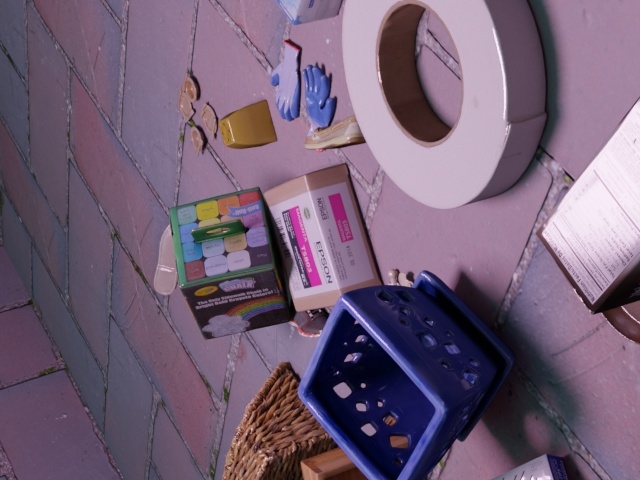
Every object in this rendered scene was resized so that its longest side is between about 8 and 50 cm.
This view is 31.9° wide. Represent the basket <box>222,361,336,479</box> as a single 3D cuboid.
[{"bbox_3d":[-0.120,0.443,2.308,0.223,0.213,0.299,50,144,36],"label":"basket"}]

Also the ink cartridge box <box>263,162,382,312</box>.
[{"bbox_3d":[0.000,0.000,1.979,0.193,0.088,0.235,-19,87,64],"label":"ink cartridge box"}]

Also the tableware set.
[{"bbox_3d":[-0.268,-0.271,2.393,0.169,0.020,0.141,62,151,19],"label":"tableware set"}]

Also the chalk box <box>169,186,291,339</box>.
[{"bbox_3d":[-0.170,0.029,2.071,0.289,0.180,0.179,78,180,-58],"label":"chalk box"}]

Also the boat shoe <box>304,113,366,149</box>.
[{"bbox_3d":[0.023,-0.179,1.877,0.153,0.056,0.048,-3,93,60],"label":"boat shoe"}]

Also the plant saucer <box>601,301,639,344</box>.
[{"bbox_3d":[0.388,0.044,1.353,0.168,0.029,0.168,39,138,47],"label":"plant saucer"}]

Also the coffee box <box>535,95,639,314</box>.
[{"bbox_3d":[0.373,-0.068,1.139,0.119,0.168,0.297,59,144,26],"label":"coffee box"}]

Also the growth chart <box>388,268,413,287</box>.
[{"bbox_3d":[0.179,0.152,1.805,0.237,0.021,0.172,35,134,50],"label":"growth chart"}]

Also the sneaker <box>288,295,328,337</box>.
[{"bbox_3d":[-0.021,0.140,2.129,0.158,0.061,0.065,20,116,56],"label":"sneaker"}]

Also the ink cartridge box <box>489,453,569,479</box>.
[{"bbox_3d":[0.270,0.394,1.624,0.207,0.046,0.097,-34,53,33],"label":"ink cartridge box"}]

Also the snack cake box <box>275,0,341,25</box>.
[{"bbox_3d":[-0.054,-0.494,1.801,0.264,0.089,0.152,57,149,27],"label":"snack cake box"}]

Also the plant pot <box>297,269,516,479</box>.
[{"bbox_3d":[0.137,0.200,1.661,0.236,0.212,0.236,45,135,24],"label":"plant pot"}]

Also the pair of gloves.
[{"bbox_3d":[-0.035,-0.258,1.971,0.198,0.023,0.159,46,142,40],"label":"pair of gloves"}]

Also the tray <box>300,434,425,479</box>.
[{"bbox_3d":[0.097,0.553,1.980,0.076,0.202,0.411,20,122,62],"label":"tray"}]

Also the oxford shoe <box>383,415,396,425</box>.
[{"bbox_3d":[0.156,0.290,1.880,0.076,0.076,0.212,32,155,0],"label":"oxford shoe"}]

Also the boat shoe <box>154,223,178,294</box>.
[{"bbox_3d":[-0.335,0.025,2.605,0.065,0.075,0.206,-61,-9,-73],"label":"boat shoe"}]

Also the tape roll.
[{"bbox_3d":[0.162,-0.237,1.567,0.392,0.072,0.392,37,135,48],"label":"tape roll"}]

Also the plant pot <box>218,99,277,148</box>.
[{"bbox_3d":[-0.145,-0.213,2.130,0.081,0.083,0.082,-8,99,62],"label":"plant pot"}]
